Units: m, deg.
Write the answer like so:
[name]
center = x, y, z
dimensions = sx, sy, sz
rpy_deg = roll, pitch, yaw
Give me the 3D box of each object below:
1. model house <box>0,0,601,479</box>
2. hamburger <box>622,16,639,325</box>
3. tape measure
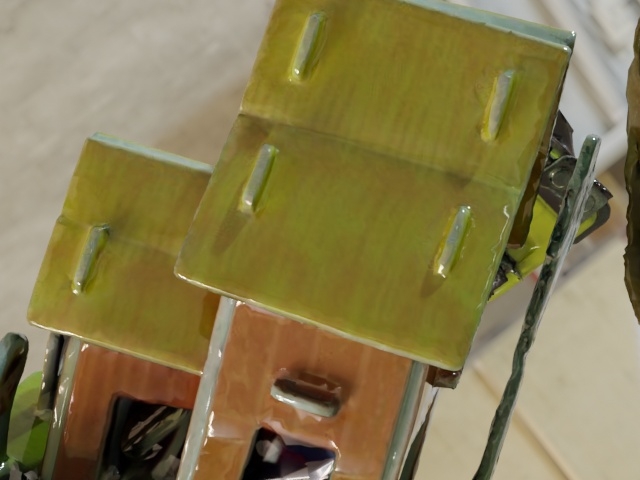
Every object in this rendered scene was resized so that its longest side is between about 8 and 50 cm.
[model house]
center = 0.000, 0.000, 1.092
dimensions = 0.340, 0.300, 0.324
rpy_deg = -51, -23, -68
[hamburger]
center = 0.247, -0.048, 1.005
dimensions = 0.134, 0.265, 0.285
rpy_deg = 7, -5, -14
[tape measure]
center = 0.101, -0.034, 1.439
dimensions = 0.186, 0.112, 0.199
rpy_deg = -41, 27, 14
